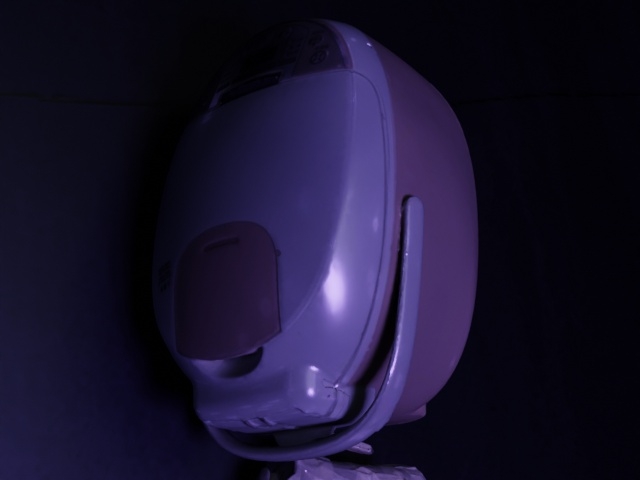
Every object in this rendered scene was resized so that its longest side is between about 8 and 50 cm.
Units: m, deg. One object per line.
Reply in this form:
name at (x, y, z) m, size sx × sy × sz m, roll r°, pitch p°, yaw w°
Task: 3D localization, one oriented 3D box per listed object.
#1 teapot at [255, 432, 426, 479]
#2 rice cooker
teapot at (0.006, 0.124, 0.635) m, size 0.083 × 0.057 × 0.067 m, roll 20°, pitch 48°, yaw -25°
rice cooker at (0.000, 0.000, 0.613) m, size 0.127 × 0.145 × 0.206 m, roll 12°, pitch 71°, yaw -44°
